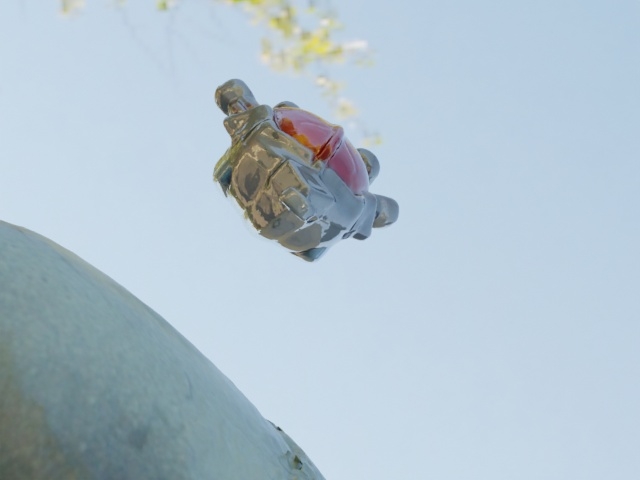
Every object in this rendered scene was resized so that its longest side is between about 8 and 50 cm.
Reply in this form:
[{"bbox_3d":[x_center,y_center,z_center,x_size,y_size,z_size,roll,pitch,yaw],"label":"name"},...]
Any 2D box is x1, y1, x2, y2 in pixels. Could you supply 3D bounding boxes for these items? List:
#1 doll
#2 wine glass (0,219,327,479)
[{"bbox_3d":[-0.007,-0.018,0.508,0.039,0.114,0.057,-23,-81,8],"label":"doll"},{"bbox_3d":[0.000,0.000,0.278,0.264,0.096,0.309,-6,-49,29],"label":"wine glass"}]
